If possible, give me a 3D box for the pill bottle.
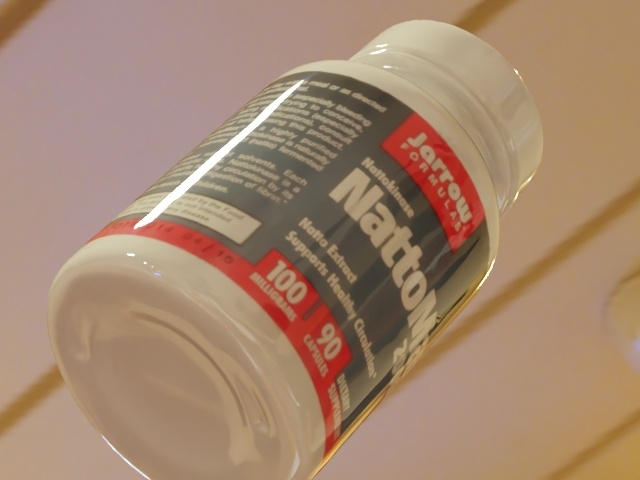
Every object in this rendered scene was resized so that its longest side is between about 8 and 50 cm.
[{"bbox_3d":[0.000,0.000,0.686,0.180,0.108,0.108,-45,-23,-38],"label":"pill bottle"}]
